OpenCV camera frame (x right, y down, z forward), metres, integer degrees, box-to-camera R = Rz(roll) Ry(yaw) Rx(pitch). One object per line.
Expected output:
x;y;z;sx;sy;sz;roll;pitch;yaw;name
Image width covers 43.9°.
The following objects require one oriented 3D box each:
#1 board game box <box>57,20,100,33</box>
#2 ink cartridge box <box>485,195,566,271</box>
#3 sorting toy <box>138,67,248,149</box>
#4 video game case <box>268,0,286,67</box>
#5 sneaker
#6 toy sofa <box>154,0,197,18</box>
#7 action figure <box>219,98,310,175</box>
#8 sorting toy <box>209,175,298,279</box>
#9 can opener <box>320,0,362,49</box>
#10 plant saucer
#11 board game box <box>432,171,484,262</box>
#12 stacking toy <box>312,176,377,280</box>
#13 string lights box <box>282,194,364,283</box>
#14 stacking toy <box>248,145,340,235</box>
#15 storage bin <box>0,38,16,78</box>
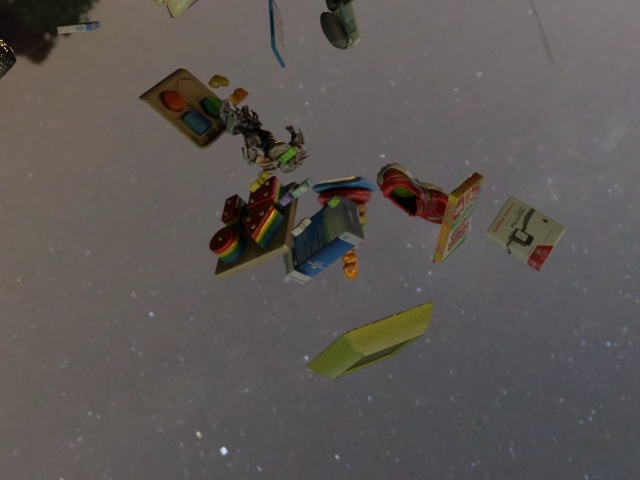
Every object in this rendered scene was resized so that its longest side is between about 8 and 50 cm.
-0.635;-0.561;2.091;0.089;0.020;0.090;-7;-160;0;board game box
0.474;-0.017;1.850;0.150;0.063;0.109;33;-97;17;ink cartridge box
-0.326;-0.391;2.186;0.041;0.229;0.307;-51;-178;42;sorting toy
-0.126;-0.602;2.303;0.015;0.119;0.167;-8;-107;11;video game case
0.264;-0.099;2.169;0.107;0.278;0.118;-49;-151;31;sneaker
-0.349;-0.835;2.378;0.362;0.177;0.150;-31;-157;15;toy sofa
-0.145;-0.255;2.026;0.185;0.099;0.285;-12;-138;-43;action figure
-0.199;-0.047;2.259;0.257;0.089;0.256;-23;-140;29;sorting toy
0.032;-0.613;1.992;0.076;0.284;0.095;-23;166;38;can opener
0.092;0.181;1.372;0.188;0.045;0.188;-16;162;-29;plant saucer
0.362;-0.050;2.108;0.039;0.260;0.124;35;-128;23;board game box
0.079;-0.030;2.375;0.165;0.302;0.175;-7;174;27;stacking toy
0.000;0.000;2.275;0.259;0.076;0.134;-37;-133;33;string lights box
-0.062;-0.110;1.848;0.052;0.167;0.221;-48;-171;-31;stacking toy
-0.790;-0.388;1.808;0.180;0.084;0.122;-45;-143;3;storage bin
